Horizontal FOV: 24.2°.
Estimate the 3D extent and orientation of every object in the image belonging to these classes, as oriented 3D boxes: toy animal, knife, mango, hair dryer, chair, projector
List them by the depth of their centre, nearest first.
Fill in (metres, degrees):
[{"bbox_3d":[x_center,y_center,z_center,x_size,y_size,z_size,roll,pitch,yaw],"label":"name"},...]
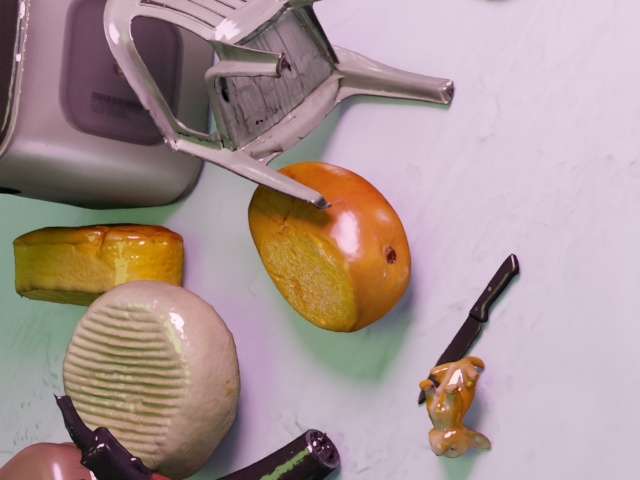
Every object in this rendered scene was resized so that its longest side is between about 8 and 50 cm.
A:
[{"bbox_3d":[0.121,0.152,1.315,0.060,0.081,0.083,3,120,37],"label":"toy animal"},{"bbox_3d":[0.131,0.083,1.337,0.170,0.010,0.023,-58,43,22],"label":"knife"},{"bbox_3d":[-0.139,0.215,1.407,0.235,0.272,0.091,-40,32,22],"label":"hair dryer"},{"bbox_3d":[-0.053,-0.178,1.408,0.203,0.190,0.275,-43,36,-25],"label":"chair"},{"bbox_3d":[0.005,-0.001,1.415,0.217,0.102,0.141,33,129,45],"label":"mango"},{"bbox_3d":[-0.289,-0.174,1.624,0.248,0.249,0.248,-2,82,45],"label":"projector"}]

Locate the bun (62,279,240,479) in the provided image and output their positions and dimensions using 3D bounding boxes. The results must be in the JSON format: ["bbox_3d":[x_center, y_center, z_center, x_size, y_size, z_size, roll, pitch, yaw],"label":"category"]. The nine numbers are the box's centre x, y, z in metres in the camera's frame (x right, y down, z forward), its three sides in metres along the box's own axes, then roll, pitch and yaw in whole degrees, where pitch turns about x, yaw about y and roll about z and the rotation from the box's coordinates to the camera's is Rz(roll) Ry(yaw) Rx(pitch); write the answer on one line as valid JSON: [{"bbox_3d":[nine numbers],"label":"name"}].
[{"bbox_3d":[-0.161,0.142,1.531,0.222,0.127,0.222,8,103,40],"label":"bun"}]

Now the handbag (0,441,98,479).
[{"bbox_3d":[-0.292,0.392,1.579,0.283,0.149,0.302,-36,61,28],"label":"handbag"}]

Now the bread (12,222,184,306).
[{"bbox_3d":[-0.249,0.025,1.652,0.245,0.102,0.094,-1,84,45],"label":"bread"}]
